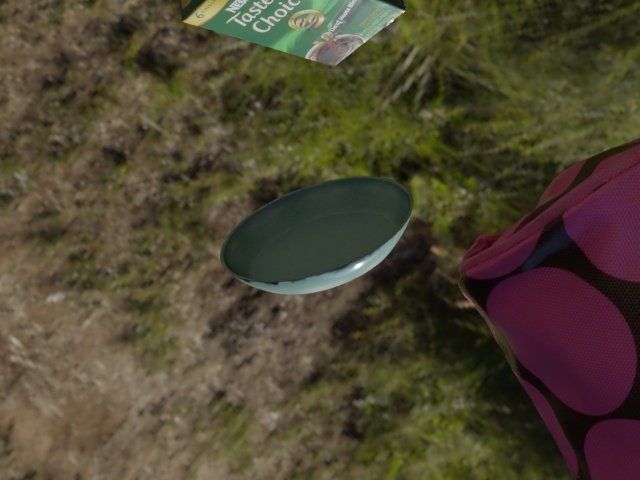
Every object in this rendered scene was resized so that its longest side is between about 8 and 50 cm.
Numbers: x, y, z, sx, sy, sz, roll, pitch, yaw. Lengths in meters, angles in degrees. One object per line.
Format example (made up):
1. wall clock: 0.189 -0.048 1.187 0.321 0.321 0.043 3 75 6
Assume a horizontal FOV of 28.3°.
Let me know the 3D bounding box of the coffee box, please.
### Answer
1. coffee box: -0.026 -0.221 1.166 0.184 0.040 0.113 12 148 -39

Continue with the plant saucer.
1. plant saucer: 0.000 0.000 0.751 0.119 0.119 0.021 -40 123 -34

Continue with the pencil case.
1. pencil case: 0.124 0.072 0.406 0.095 0.209 0.098 -28 179 -42
